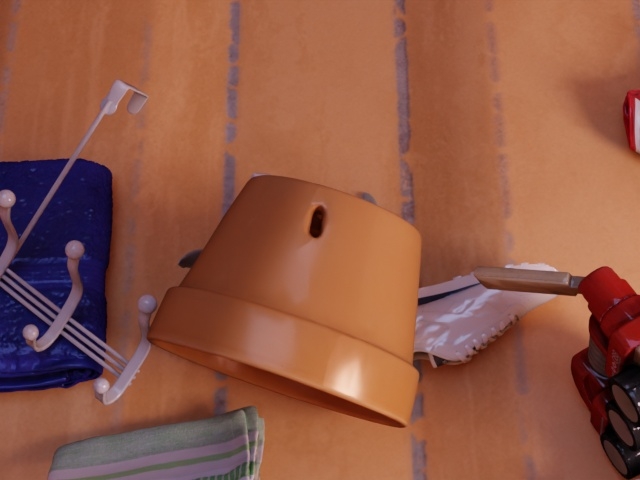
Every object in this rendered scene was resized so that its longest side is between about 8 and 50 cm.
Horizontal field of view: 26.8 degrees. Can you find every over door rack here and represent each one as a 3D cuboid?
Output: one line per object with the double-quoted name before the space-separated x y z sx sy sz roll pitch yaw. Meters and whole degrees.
"over door rack" -0.238 -0.012 1.535 0.239 0.108 0.324 35 83 18

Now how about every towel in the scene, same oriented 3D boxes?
"towel" -0.179 0.275 1.395 0.248 0.038 0.325 -11 21 1
"towel" -0.370 0.043 1.653 0.228 0.076 0.308 -1 59 -2

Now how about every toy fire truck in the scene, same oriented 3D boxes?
"toy fire truck" 0.294 0.111 1.435 0.158 0.217 0.246 -28 59 -9

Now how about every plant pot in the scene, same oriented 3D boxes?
"plant pot" -0.014 0.060 1.437 0.291 0.291 0.203 17 80 17

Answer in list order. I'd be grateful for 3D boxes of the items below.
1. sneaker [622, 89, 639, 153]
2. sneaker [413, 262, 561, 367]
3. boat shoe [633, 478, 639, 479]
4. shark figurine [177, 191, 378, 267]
"sneaker" 0.454 -0.189 1.670 0.128 0.087 0.221 26 65 19
"sneaker" 0.172 0.093 1.548 0.235 0.090 0.094 -17 67 5
"boat shoe" 0.444 0.246 1.409 0.277 0.098 0.096 -4 58 -5
"shark figurine" -0.023 -0.014 1.614 0.278 0.116 0.166 0 58 5
